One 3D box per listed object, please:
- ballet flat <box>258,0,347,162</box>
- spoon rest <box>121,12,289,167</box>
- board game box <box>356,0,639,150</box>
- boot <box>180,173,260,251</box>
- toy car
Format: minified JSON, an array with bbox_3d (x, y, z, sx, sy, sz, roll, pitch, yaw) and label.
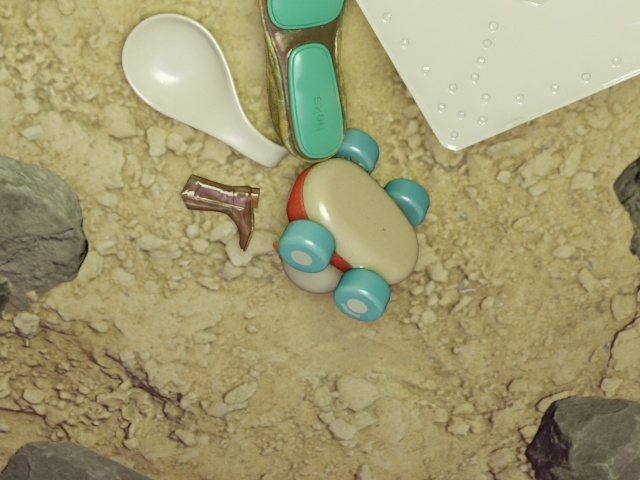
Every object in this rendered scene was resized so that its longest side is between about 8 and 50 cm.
[{"bbox_3d":[-0.027,-0.274,1.181,0.123,0.123,0.348,-2,114,2],"label":"ballet flat"},{"bbox_3d":[-0.145,-0.195,1.250,0.276,0.084,0.137,38,114,-20],"label":"spoon rest"},{"bbox_3d":[0.226,-0.334,1.027,0.390,0.050,0.390,-22,116,27],"label":"board game box"},{"bbox_3d":[-0.154,-0.041,1.367,0.114,0.037,0.106,8,107,-8],"label":"boot"},{"bbox_3d":[0.000,0.000,1.328,0.210,0.219,0.238,42,141,-21],"label":"toy car"}]
